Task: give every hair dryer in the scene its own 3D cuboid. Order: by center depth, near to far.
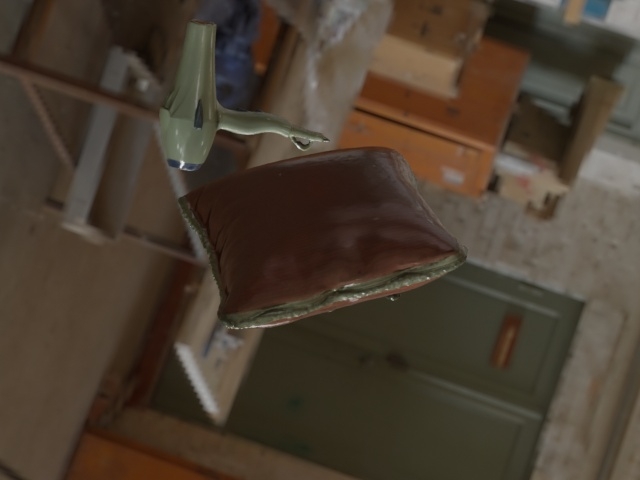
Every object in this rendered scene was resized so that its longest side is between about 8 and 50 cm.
[{"bbox_3d":[-0.086,-0.170,1.768,0.067,0.199,0.167,-144,-133,-64],"label":"hair dryer"}]

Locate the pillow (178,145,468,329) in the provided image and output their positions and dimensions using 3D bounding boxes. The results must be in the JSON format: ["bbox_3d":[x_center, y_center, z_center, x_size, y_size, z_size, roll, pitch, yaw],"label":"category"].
[{"bbox_3d":[0.000,0.000,1.072,0.179,0.171,0.075,-116,-166,-60],"label":"pillow"}]
